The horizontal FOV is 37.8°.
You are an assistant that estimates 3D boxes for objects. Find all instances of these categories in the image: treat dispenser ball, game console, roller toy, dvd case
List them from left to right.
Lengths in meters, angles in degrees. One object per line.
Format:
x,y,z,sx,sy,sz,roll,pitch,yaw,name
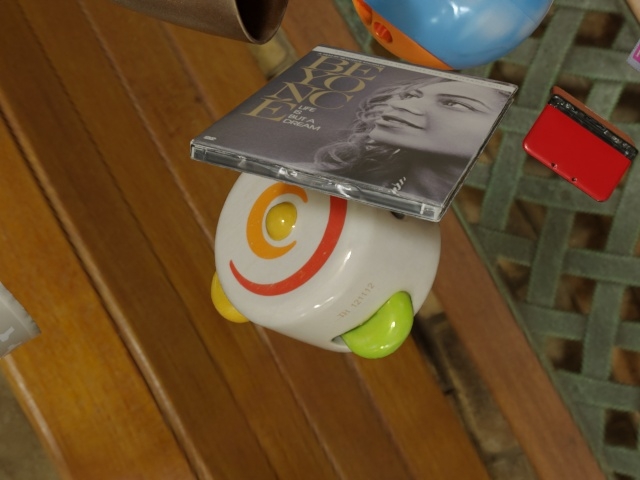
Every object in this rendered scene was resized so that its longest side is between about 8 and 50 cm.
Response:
0.000,0.000,0.885,0.146,0.209,0.191,26,76,-46,roller toy
0.035,-0.085,0.649,0.164,0.018,0.221,15,31,16,dvd case
0.177,-0.374,1.256,0.288,0.288,0.288,25,50,-35,treat dispenser ball
0.364,-0.139,1.323,0.144,0.085,0.124,35,22,-1,game console

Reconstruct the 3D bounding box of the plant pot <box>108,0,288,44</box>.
-0.167,-0.326,0.996,0.215,0.230,0.215,7,90,-76,plant pot

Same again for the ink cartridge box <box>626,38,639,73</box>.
0.496,-0.243,1.135,0.065,0.186,0.311,20,24,-17,ink cartridge box

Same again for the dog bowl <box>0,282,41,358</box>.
-0.570,0.051,1.372,0.349,0.349,0.102,48,70,-14,dog bowl
